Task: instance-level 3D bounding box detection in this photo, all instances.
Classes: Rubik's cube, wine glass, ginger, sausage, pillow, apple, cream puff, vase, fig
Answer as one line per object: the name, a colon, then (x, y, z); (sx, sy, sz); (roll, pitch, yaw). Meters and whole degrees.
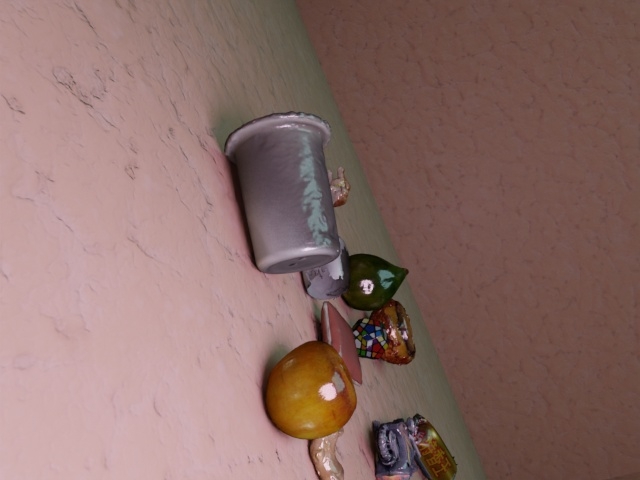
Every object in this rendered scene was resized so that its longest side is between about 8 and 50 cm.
Rubik's cube: (0.144, 0.296, 1.362); (0.133, 0.132, 0.112); (-97, -177, -45)
wine glass: (0.000, 0.000, 1.239); (0.143, 0.143, 0.322); (47, 27, -54)
ginger: (0.014, 0.361, 0.915); (0.149, 0.065, 0.259); (48, 22, -58)
sausage: (0.368, 0.702, 1.548); (0.125, 0.117, 0.318); (-45, 120, -31)
pillow: (0.045, 0.260, 1.131); (0.171, 0.075, 0.179); (52, 22, -47)
apple: (-0.020, 0.259, 0.788); (0.146, 0.147, 0.163); (61, 3, -41)
cream puff: (0.251, 0.327, 1.608); (0.240, 0.163, 0.240); (-10, 90, -85)
vase: (-0.062, -0.088, 0.967); (0.245, 0.244, 0.292); (28, 46, -68)
fig: (0.177, 0.125, 1.483); (0.195, 0.244, 0.196); (162, -90, -89)

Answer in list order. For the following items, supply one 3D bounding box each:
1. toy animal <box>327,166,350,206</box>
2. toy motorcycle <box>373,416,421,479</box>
toy animal: (0.082, -0.180, 1.856); (0.185, 0.104, 0.184); (-100, 168, -53)
toy motorcycle: (0.203, 0.571, 1.213); (0.307, 0.108, 0.174); (40, 40, -62)
